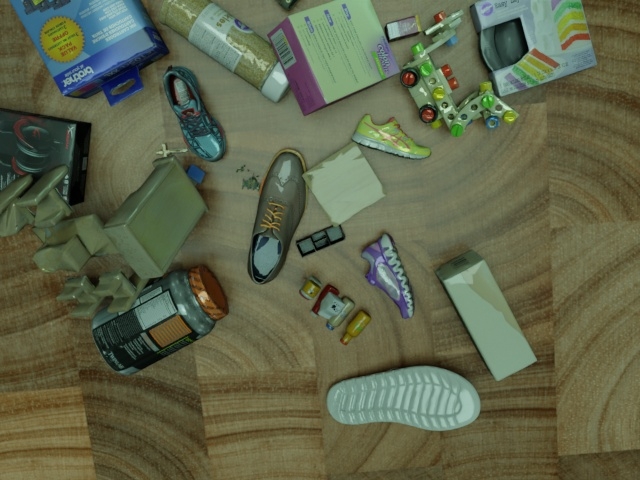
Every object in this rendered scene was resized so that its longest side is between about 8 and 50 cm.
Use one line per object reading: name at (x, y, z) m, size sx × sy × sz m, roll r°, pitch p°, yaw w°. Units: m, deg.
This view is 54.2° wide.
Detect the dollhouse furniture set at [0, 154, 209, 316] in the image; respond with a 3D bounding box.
dollhouse furniture set at (-0.518, -0.037, 1.533) m, size 0.395 × 0.256 × 0.362 m, roll -8°, pitch 127°, yaw 29°

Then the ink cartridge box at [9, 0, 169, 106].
ink cartridge box at (-0.562, -0.529, 1.538) m, size 0.270 × 0.151 × 0.395 m, roll -27°, pitch 100°, yaw 5°

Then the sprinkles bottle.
sprinkles bottle at (-0.221, -0.489, 1.553) m, size 0.356 × 0.121 × 0.121 m, roll 34°, pitch 98°, yaw -5°

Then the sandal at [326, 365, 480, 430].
sandal at (0.226, 0.425, 1.725) m, size 0.417 × 0.102 × 0.169 m, roll -1°, pitch 85°, yaw 13°

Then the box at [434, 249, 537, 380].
box at (0.432, 0.195, 1.655) m, size 0.121 × 0.148 × 0.311 m, roll -29°, pitch 100°, yaw 5°

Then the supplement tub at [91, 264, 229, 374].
supplement tub at (-0.413, 0.201, 1.637) m, size 0.316 × 0.193 × 0.193 m, roll -28°, pitch 98°, yaw 4°

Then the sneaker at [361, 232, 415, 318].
sneaker at (0.179, 0.103, 1.673) m, size 0.105 × 0.095 × 0.236 m, roll -21°, pitch 94°, yaw 11°

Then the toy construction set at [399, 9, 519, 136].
toy construction set at (0.326, -0.398, 1.547) m, size 0.215 × 0.151 × 0.327 m, roll -24°, pitch 94°, yaw 24°

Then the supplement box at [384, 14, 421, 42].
supplement box at (0.207, -0.532, 1.576) m, size 0.083 × 0.055 × 0.043 m, roll -14°, pitch 99°, yaw 4°

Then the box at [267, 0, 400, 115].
box at (0.034, -0.450, 1.505) m, size 0.243 × 0.117 × 0.213 m, roll -30°, pitch 100°, yaw -28°

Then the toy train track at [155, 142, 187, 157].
toy train track at (-0.393, -0.235, 1.653) m, size 0.084 × 0.014 × 0.048 m, roll -6°, pitch 93°, yaw -4°

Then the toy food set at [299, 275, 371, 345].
toy food set at (0.014, 0.183, 1.664) m, size 0.232 × 0.111 × 0.104 m, roll 31°, pitch 100°, yaw -36°

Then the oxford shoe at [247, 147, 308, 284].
oxford shoe at (-0.109, -0.057, 1.620) m, size 0.130 × 0.132 × 0.363 m, roll 11°, pitch 99°, yaw -1°

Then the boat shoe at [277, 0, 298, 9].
boat shoe at (0.008, -0.687, 1.528) m, size 0.305 × 0.109 × 0.091 m, roll -34°, pitch 98°, yaw 12°

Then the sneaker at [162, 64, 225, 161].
sneaker at (-0.331, -0.314, 1.581) m, size 0.104 × 0.125 × 0.261 m, roll -27°, pitch 98°, yaw 5°

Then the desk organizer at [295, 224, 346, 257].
desk organizer at (0.000, 0.000, 1.671) m, size 0.130 × 0.050 × 0.047 m, roll -23°, pitch 99°, yaw 4°

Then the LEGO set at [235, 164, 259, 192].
LEGO set at (-0.189, -0.161, 1.663) m, size 0.054 × 0.023 × 0.083 m, roll -20°, pitch 86°, yaw 1°

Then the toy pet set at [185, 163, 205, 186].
toy pet set at (-0.362, -0.179, 1.613) m, size 0.114 × 0.122 × 0.065 m, roll 34°, pitch 93°, yaw -21°

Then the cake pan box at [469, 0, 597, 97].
cake pan box at (0.527, -0.513, 1.572) m, size 0.267 × 0.070 × 0.245 m, roll -17°, pitch 97°, yaw 4°

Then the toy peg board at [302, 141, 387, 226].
toy peg board at (0.063, -0.146, 1.635) m, size 0.161 × 0.079 × 0.160 m, roll -32°, pitch 93°, yaw 5°

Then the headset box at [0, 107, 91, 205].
headset box at (-0.761, -0.219, 1.608) m, size 0.294 × 0.110 × 0.217 m, roll 10°, pitch 101°, yaw -2°

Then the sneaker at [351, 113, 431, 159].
sneaker at (0.190, -0.267, 1.609) m, size 0.209 × 0.081 × 0.094 m, roll 17°, pitch 97°, yaw -2°
